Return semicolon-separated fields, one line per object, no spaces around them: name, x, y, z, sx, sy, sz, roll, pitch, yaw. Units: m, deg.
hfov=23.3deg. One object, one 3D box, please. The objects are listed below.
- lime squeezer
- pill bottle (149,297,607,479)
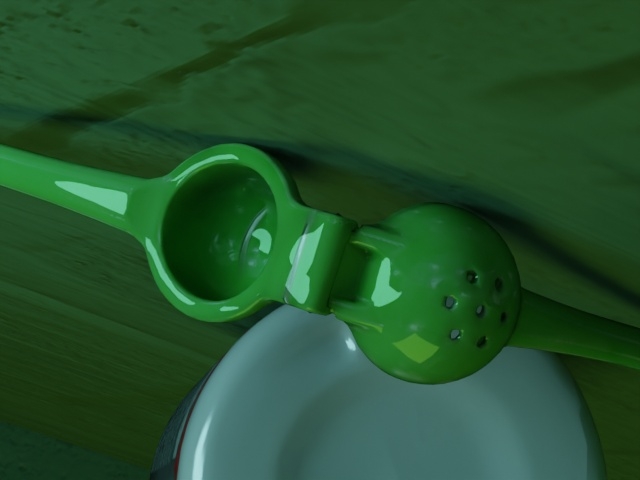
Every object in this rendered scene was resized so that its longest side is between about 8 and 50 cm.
lime squeezer;0.000;0.000;0.507;0.310;0.058;0.110;15;-163;-1
pill bottle;0.007;0.115;0.692;0.161;0.161;0.283;18;167;-6
